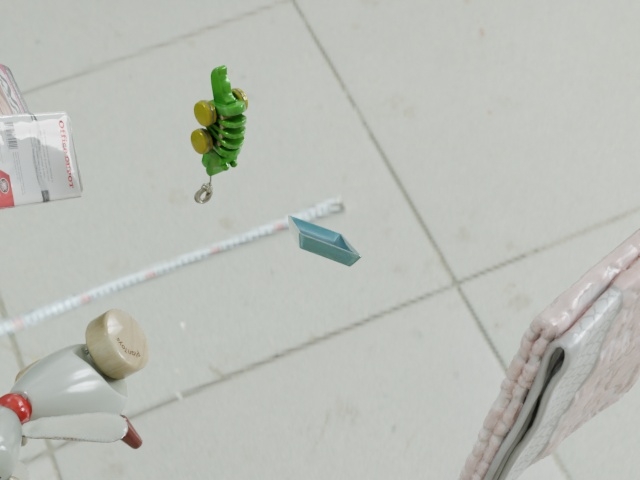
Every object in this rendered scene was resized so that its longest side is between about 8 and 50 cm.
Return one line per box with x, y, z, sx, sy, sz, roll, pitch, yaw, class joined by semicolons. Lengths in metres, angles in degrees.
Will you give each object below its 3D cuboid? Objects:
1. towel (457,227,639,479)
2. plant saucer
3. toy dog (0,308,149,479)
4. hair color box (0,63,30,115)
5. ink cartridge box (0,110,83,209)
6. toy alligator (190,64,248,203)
0.280;0.115;1.251;0.053;0.332;0.317;41;53;22;towel
0.000;0.000;1.294;0.067;0.192;0.018;20;94;-7;plant saucer
-0.294;0.218;1.389;0.161;0.220;0.333;54;41;-6;toy dog
-0.439;-0.137;1.530;0.105;0.347;0.174;-23;93;0;hair color box
-0.328;-0.084;1.321;0.056;0.135;0.099;-9;92;32;ink cartridge box
-0.108;-0.105;1.364;0.056;0.190;0.051;-24;50;-36;toy alligator
